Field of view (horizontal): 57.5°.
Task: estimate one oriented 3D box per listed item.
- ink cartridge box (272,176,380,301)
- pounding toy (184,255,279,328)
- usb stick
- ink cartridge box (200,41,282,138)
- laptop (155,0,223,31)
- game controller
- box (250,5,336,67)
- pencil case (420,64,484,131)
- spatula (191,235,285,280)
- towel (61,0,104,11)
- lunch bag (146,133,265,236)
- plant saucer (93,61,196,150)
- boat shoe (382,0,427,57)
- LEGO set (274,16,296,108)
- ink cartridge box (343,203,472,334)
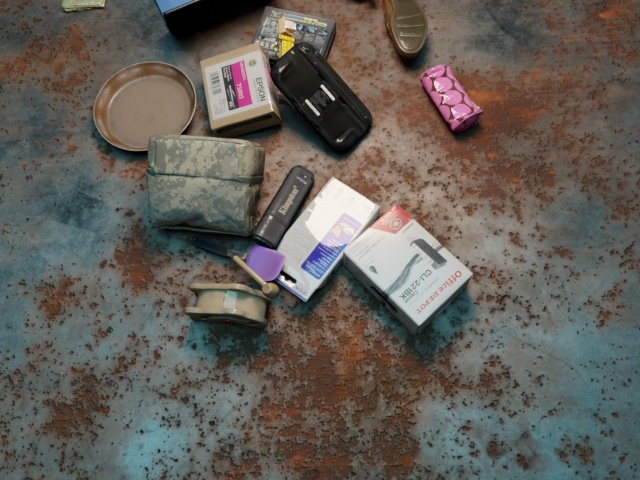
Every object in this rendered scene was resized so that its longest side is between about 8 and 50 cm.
[{"bbox_3d":[0.000,0.000,1.565,0.165,0.065,0.332,35,74,16],"label":"ink cartridge box"},{"bbox_3d":[-0.208,0.135,1.494,0.270,0.154,0.154,-2,68,23],"label":"pounding toy"},{"bbox_3d":[-0.098,-0.093,1.582,0.077,0.045,0.278,28,58,-1],"label":"usb stick"},{"bbox_3d":[-0.234,-0.435,1.704,0.193,0.088,0.234,-16,74,10],"label":"ink cartridge box"},{"bbox_3d":[-0.347,-0.840,1.817,0.382,0.408,0.236,-25,104,-5],"label":"laptop"},{"bbox_3d":[0.006,-0.404,1.648,0.166,0.067,0.319,-46,101,-13],"label":"game controller"},{"bbox_3d":[-0.087,-0.614,1.801,0.233,0.059,0.183,15,74,8],"label":"box"},{"bbox_3d":[0.377,-0.415,1.683,0.098,0.095,0.209,-38,70,27],"label":"pencil case"},{"bbox_3d":[-0.230,0.036,1.548,0.297,0.030,0.084,15,74,30],"label":"spatula"},{"bbox_3d":[-0.786,-0.814,1.938,0.148,0.027,0.110,-6,68,2],"label":"towel"},{"bbox_3d":[-0.309,-0.145,1.562,0.305,0.212,0.255,6,96,5],"label":"lunch bag"},{"bbox_3d":[-0.522,-0.396,1.754,0.311,0.050,0.310,-1,69,3],"label":"plant saucer"},{"bbox_3d":[0.254,-0.670,1.781,0.111,0.104,0.307,-1,68,-6],"label":"boat shoe"},{"bbox_3d":[-0.085,-0.496,1.708,0.132,0.107,0.287,-34,95,-30],"label":"LEGO set"},{"bbox_3d":[0.220,0.074,1.496,0.197,0.114,0.273,-42,73,-12],"label":"ink cartridge box"}]
